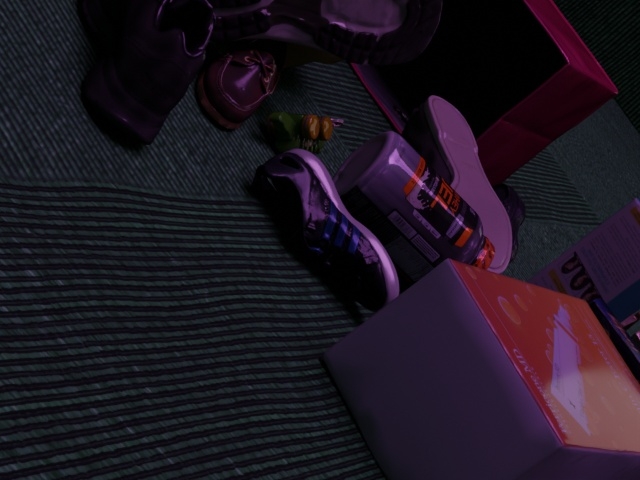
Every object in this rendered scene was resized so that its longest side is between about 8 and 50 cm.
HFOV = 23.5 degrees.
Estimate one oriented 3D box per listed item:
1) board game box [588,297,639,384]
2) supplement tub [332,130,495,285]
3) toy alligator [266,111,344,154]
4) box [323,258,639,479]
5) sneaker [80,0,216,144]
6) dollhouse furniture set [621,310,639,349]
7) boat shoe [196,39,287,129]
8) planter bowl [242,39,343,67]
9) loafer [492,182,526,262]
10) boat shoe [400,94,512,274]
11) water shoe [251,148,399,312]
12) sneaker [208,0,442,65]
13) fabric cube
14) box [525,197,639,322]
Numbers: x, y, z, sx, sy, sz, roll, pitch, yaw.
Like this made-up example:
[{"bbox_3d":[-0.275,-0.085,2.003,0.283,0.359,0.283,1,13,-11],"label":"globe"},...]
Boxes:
[{"bbox_3d":[0.327,0.212,1.761,0.243,0.165,0.042,55,21,13],"label":"board game box"},{"bbox_3d":[0.107,-0.025,1.781,0.190,0.117,0.117,44,21,-17],"label":"supplement tub"},{"bbox_3d":[-0.015,-0.121,1.796,0.190,0.056,0.051,-4,99,-67],"label":"toy alligator"},{"bbox_3d":[0.194,0.170,1.548,0.345,0.168,0.215,15,40,-57],"label":"box"},{"bbox_3d":[-0.161,-0.213,1.528,0.109,0.130,0.286,34,24,-33],"label":"sneaker"},{"bbox_3d":[0.362,0.134,2.130,0.161,0.101,0.182,-17,67,-42],"label":"dollhouse furniture set"},{"bbox_3d":[-0.084,-0.190,1.734,0.073,0.073,0.207,47,22,-14],"label":"boat shoe"},{"bbox_3d":[-0.055,-0.283,1.930,0.217,0.090,0.217,42,21,-20],"label":"planter bowl"},{"bbox_3d":[0.236,-0.033,2.124,0.078,0.076,0.223,53,22,-15],"label":"loafer"},{"bbox_3d":[0.168,-0.052,2.015,0.112,0.095,0.335,25,35,-29],"label":"boat shoe"},{"bbox_3d":[0.000,0.000,1.613,0.080,0.073,0.203,-25,75,-42],"label":"water shoe"},{"bbox_3d":[-0.074,-0.307,1.753,0.410,0.158,0.182,14,19,-18],"label":"sneaker"},{"bbox_3d":[0.236,-0.253,2.253,0.254,0.259,0.258,56,19,18],"label":"fabric cube"},{"bbox_3d":[0.330,0.065,1.905,0.060,0.244,0.100,30,28,-45],"label":"box"}]
